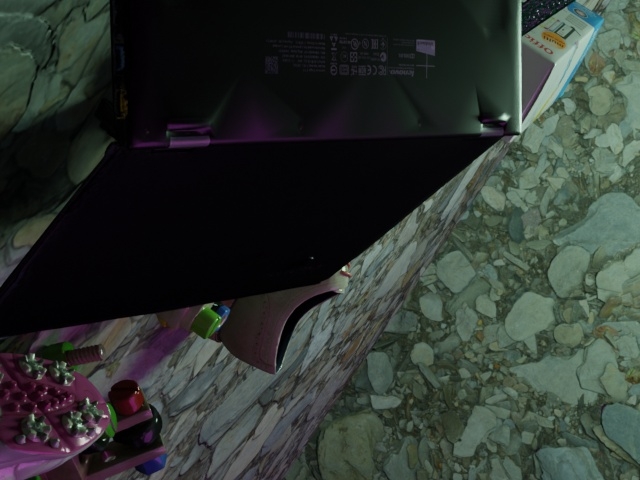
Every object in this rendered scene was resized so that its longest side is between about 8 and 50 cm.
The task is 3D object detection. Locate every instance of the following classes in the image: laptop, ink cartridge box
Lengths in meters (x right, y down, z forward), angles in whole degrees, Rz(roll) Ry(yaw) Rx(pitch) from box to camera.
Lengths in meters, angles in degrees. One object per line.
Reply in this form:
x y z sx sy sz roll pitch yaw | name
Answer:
-0.051 -0.133 0.767 0.382 0.236 0.408 -8 100 -44 | laptop
0.325 -0.308 1.686 0.232 0.171 0.168 -41 161 -46 | ink cartridge box

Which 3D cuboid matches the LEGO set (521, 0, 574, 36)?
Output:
0.089 -0.285 0.981 0.331 0.192 0.255 -38 151 14 | LEGO set

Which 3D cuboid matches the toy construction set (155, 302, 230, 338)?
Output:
-0.087 -0.006 1.116 0.327 0.151 0.215 -21 146 -47 | toy construction set

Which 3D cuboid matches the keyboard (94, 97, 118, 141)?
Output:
-0.122 -0.065 0.868 0.023 0.108 0.180 -47 146 5 | keyboard

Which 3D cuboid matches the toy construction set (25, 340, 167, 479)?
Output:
-0.283 0.294 1.099 0.237 0.258 0.309 -12 150 10 | toy construction set

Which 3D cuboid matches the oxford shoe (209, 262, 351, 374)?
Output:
0.000 0.000 1.388 0.397 0.146 0.140 -55 164 2 | oxford shoe

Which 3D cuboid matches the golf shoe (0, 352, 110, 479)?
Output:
-0.313 0.179 0.854 0.140 0.115 0.306 -48 158 25 | golf shoe
